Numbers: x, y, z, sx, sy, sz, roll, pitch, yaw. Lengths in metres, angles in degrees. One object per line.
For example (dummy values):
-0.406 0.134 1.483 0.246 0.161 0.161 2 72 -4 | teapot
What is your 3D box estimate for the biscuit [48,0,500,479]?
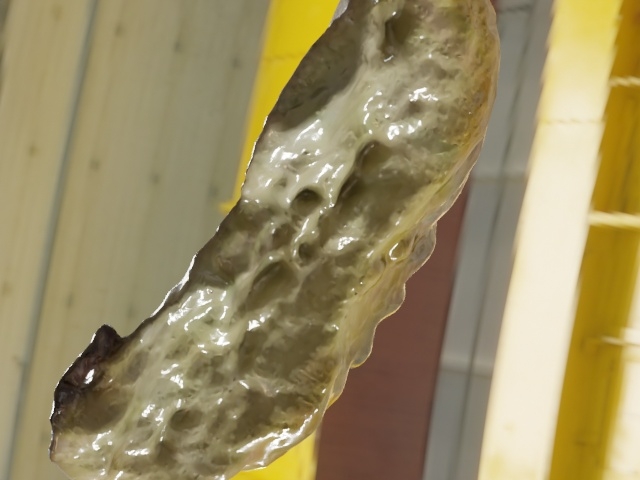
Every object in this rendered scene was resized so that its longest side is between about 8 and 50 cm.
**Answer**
0.000 0.000 0.526 0.061 0.118 0.183 33 -82 11 | biscuit
